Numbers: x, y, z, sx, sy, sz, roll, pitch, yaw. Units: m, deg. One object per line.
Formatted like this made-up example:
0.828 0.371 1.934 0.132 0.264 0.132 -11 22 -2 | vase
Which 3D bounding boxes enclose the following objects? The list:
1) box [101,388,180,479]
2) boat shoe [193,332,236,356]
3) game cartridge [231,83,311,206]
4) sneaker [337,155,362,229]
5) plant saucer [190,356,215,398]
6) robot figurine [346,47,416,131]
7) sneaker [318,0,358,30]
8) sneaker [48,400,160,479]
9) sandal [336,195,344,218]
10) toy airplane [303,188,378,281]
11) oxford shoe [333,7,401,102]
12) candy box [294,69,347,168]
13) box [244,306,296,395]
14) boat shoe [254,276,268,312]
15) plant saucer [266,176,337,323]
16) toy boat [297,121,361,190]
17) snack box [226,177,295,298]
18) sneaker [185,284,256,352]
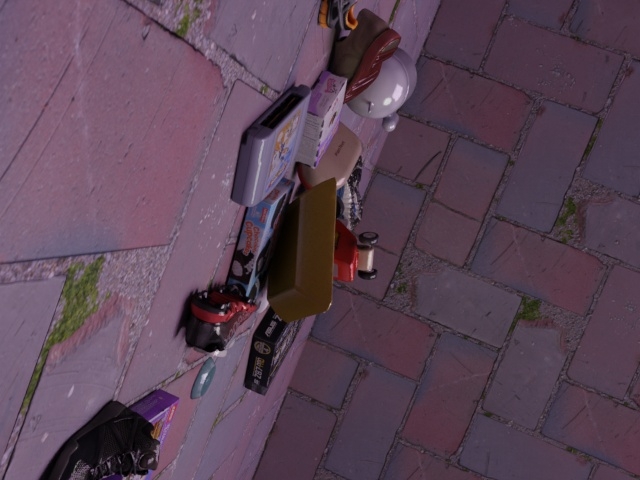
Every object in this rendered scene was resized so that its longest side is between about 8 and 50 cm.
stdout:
-0.392 0.465 1.433 0.201 0.057 0.293 -12 124 -80 | box
-0.248 0.225 1.710 0.227 0.079 0.081 -26 129 -85 | boat shoe
-0.104 -0.205 1.562 0.297 0.062 0.198 -58 163 -51 | game cartridge
0.054 -0.199 2.399 0.130 0.147 0.330 -34 129 -55 | sneaker
-0.305 0.368 1.871 0.119 0.021 0.119 22 90 -83 | plant saucer
0.177 -0.481 2.136 0.300 0.200 0.353 69 22 -15 | robot figurine
0.056 -0.559 1.551 0.215 0.083 0.084 101 15 -49 | sneaker
-0.352 0.367 1.184 0.227 0.130 0.087 -46 156 -64 | sneaker
-0.043 -0.049 2.020 0.254 0.097 0.054 -40 174 32 | sandal
0.000 0.000 2.222 0.384 0.272 0.386 117 -36 -66 | toy airplane
0.088 -0.475 1.877 0.123 0.130 0.348 -36 175 -35 | oxford shoe
-0.002 -0.317 1.860 0.196 0.070 0.165 102 13 -55 | candy box
-0.140 0.318 2.574 0.395 0.097 0.318 -60 167 -45 | box
-0.174 0.132 1.972 0.063 0.066 0.184 -33 149 -52 | boat shoe
-0.061 0.030 1.824 0.333 0.081 0.332 151 -56 -65 | plant saucer
0.008 -0.228 2.033 0.151 0.151 0.231 -30 -154 52 | toy boat
-0.155 0.013 1.767 0.187 0.060 0.322 -55 165 -63 | snack box
-0.227 0.178 1.593 0.276 0.098 0.135 -8 120 -76 | sneaker
